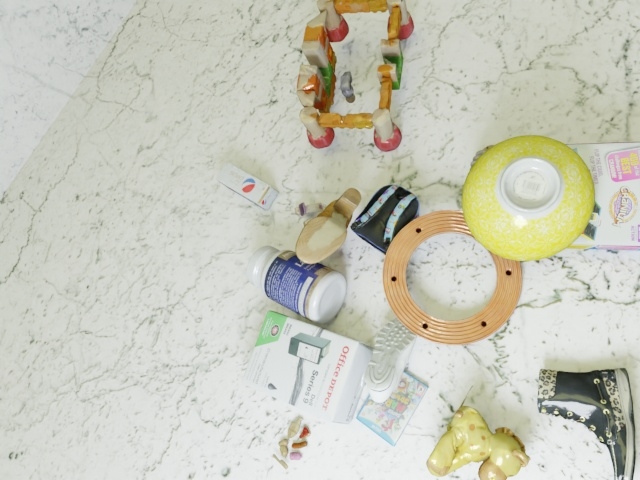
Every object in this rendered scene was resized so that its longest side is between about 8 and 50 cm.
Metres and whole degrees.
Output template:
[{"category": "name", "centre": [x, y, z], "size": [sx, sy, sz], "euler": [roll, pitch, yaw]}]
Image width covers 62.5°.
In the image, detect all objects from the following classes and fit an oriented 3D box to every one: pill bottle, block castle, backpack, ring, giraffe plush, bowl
[{"category": "pill bottle", "centre": [-0.071, 0.115, 1.476], "size": [0.264, 0.153, 0.153], "euler": [23, 81, 32]}, {"category": "block castle", "centre": [0.111, -0.503, 1.606], "size": [0.302, 0.213, 0.454], "euler": [4, 78, 16]}, {"category": "backpack", "centre": [0.192, -0.056, 1.431], "size": [0.158, 0.117, 0.173], "euler": [33, 88, 33]}, {"category": "ring", "centre": [0.322, 0.090, 1.310], "size": [0.336, 0.032, 0.337], "euler": [-2, 77, 11]}, {"category": "giraffe plush", "centre": [0.347, 0.446, 1.126], "size": [0.170, 0.181, 0.210], "euler": [31, 103, 21]}, {"category": "bowl", "centre": [0.451, -0.104, 1.148], "size": [0.289, 0.156, 0.290], "euler": [-2, 83, 17]}]

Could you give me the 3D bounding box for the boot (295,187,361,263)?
[{"category": "boot", "centre": [0.000, -0.001, 1.425], "size": [0.104, 0.211, 0.295], "euler": [38, 53, 0]}]

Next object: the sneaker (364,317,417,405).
[{"category": "sneaker", "centre": [0.178, 0.291, 1.307], "size": [0.090, 0.095, 0.235], "euler": [12, 48, 33]}]

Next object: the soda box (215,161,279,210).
[{"category": "soda box", "centre": [-0.242, -0.180, 1.734], "size": [0.216, 0.069, 0.074], "euler": [31, 86, 32]}]

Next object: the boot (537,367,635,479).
[{"category": "boot", "centre": [0.548, 0.378, 1.094], "size": [0.178, 0.085, 0.237], "euler": [-3, 62, 28]}]

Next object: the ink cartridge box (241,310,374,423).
[{"category": "ink cartridge box", "centre": [-0.032, 0.328, 1.387], "size": [0.289, 0.121, 0.211], "euler": [13, 77, 30]}]

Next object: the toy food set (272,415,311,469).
[{"category": "toy food set", "centre": [-0.067, 0.534, 1.386], "size": [0.078, 0.019, 0.122], "euler": [33, 79, 33]}]

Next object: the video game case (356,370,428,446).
[{"category": "video game case", "centre": [0.177, 0.404, 1.313], "size": [0.119, 0.015, 0.166], "euler": [28, 85, 33]}]

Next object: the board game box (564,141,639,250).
[{"category": "board game box", "centre": [0.579, -0.101, 1.223], "size": [0.316, 0.064, 0.242], "euler": [2, 84, 18]}]

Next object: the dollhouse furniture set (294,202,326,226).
[{"category": "dollhouse furniture set", "centre": [-0.019, -0.059, 1.606], "size": [0.081, 0.091, 0.114], "euler": [-11, 86, -21]}]

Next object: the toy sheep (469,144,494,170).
[{"category": "toy sheep", "centre": [0.435, -0.188, 1.381], "size": [0.091, 0.091, 0.132], "euler": [13, 82, 31]}]
